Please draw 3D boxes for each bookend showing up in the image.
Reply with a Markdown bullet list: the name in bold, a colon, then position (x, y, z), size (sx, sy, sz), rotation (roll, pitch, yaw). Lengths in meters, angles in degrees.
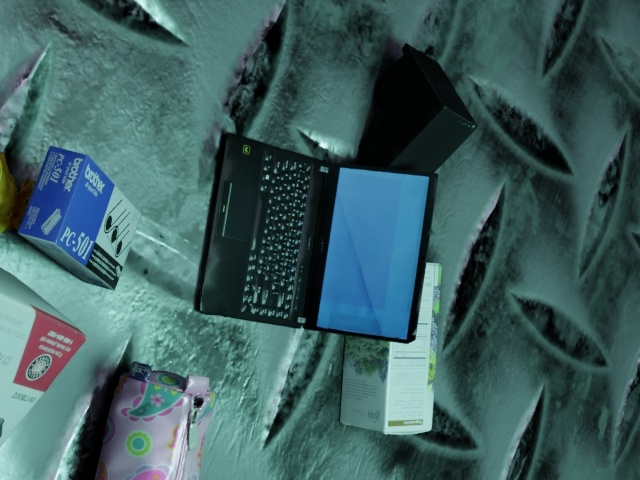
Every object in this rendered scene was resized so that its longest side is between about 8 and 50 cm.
- **bookend**: position (0.120, -0.165, 1.492), size (0.072, 0.156, 0.157), rotation (23, 120, -37)

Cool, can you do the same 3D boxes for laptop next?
- **laptop**: position (0.000, 0.000, 1.367), size (0.264, 0.136, 0.234), rotation (14, 82, -39)

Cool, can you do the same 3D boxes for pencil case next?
- **pencil case**: position (-0.199, 0.289, 1.220), size (0.124, 0.124, 0.284), rotation (18, 80, -38)

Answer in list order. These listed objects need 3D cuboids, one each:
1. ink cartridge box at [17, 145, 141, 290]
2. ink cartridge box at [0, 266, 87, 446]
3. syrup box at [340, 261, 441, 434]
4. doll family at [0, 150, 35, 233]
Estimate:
- **ink cartridge box**: position (-0.253, -0.018, 1.136), size (0.207, 0.046, 0.097), rotation (68, 38, -74)
- **ink cartridge box**: position (-0.385, 0.150, 0.946), size (0.306, 0.131, 0.226), rotation (-54, 161, -6)
- **syrup box**: position (0.098, 0.146, 1.479), size (0.096, 0.093, 0.237), rotation (4, 88, -40)
- **doll family**: position (-0.362, -0.003, 1.061), size (0.163, 0.118, 0.263), rotation (83, 29, -71)
